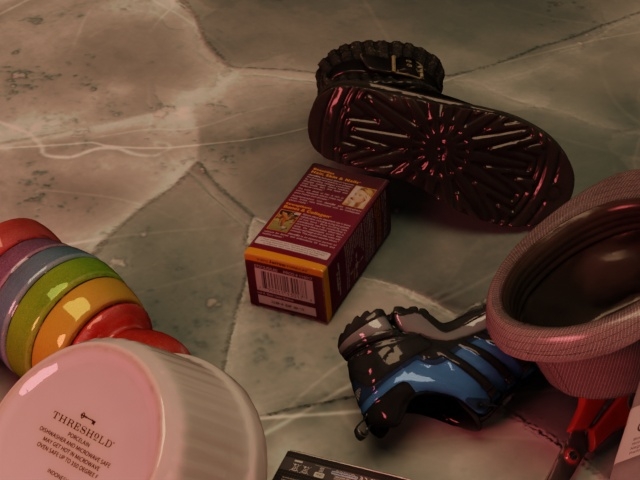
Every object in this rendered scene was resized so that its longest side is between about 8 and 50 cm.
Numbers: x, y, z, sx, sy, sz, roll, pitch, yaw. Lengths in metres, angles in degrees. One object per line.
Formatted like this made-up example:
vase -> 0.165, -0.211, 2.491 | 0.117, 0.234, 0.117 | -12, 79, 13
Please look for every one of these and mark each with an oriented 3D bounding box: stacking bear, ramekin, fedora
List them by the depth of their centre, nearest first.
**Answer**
ramekin -> -0.195, 0.214, 1.371 | 0.273, 0.127, 0.273 | -15, 59, 26
fedora -> 0.298, 0.058, 1.484 | 0.243, 0.124, 0.275 | 6, 42, 47
stacking bear -> -0.249, 0.107, 1.597 | 0.289, 0.164, 0.175 | 31, 50, 30

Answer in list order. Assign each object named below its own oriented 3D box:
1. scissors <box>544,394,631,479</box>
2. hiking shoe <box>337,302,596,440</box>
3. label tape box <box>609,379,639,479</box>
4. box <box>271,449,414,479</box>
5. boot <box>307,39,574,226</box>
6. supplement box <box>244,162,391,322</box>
scissors -> 0.251, 0.197, 1.500 | 0.297, 0.021, 0.109 | -36, 85, -30
hiking shoe -> 0.170, 0.138, 1.576 | 0.304, 0.113, 0.132 | -5, 68, -11
label tape box -> 0.389, 0.208, 1.333 | 0.106, 0.240, 0.334 | -31, 19, 41
box -> 0.053, 0.315, 1.366 | 0.270, 0.060, 0.216 | 11, 44, 19
boot -> 0.151, -0.148, 1.899 | 0.348, 0.131, 0.260 | 22, 18, -1
supplement box -> 0.000, 0.000, 1.759 | 0.104, 0.081, 0.188 | 14, 42, 22
